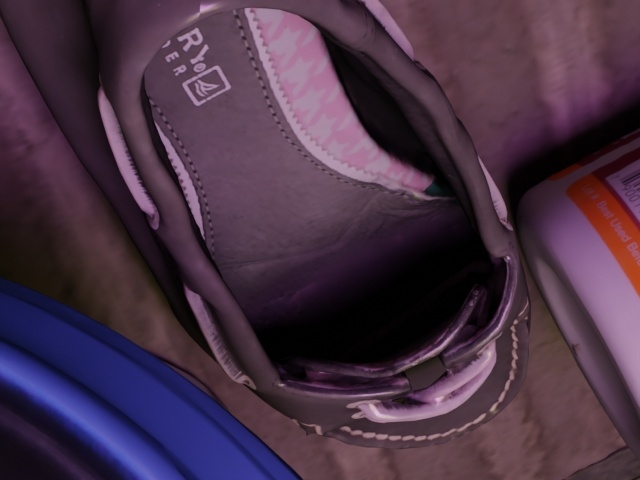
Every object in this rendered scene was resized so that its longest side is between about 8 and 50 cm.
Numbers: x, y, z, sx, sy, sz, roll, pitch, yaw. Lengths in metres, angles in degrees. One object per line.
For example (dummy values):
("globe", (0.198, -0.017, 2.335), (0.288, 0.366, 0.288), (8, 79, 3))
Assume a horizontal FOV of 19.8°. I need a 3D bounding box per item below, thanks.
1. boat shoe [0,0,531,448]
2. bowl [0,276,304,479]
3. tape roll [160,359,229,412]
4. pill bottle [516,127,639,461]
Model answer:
("boat shoe", (0.000, 0.000, 0.562), (0.112, 0.095, 0.335), (-31, 141, 2))
("bowl", (-0.151, 0.190, 0.447), (0.391, 0.391, 0.077), (-33, 167, 5))
("tape roll", (-0.108, 0.177, 0.628), (0.246, 0.169, 0.246), (-17, 140, -15))
("pill bottle", (0.190, -0.014, 0.645), (0.221, 0.121, 0.121), (-28, 141, -1))
